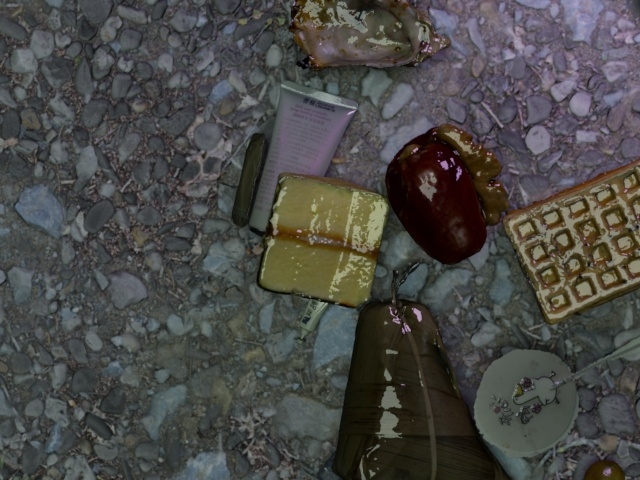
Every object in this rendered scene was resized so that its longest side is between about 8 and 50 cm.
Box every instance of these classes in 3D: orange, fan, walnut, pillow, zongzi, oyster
[{"bbox_3d":[0.613,0.519,1.803,0.085,0.085,0.095,36,92,7],"label":"orange"},{"bbox_3d":[0.515,0.304,1.786,0.414,0.012,0.233,-28,97,-5],"label":"fan"},{"bbox_3d":[0.276,-0.104,1.774,0.244,0.222,0.269,-31,102,19],"label":"walnut"},{"bbox_3d":[-0.163,-0.139,1.905,0.033,0.130,0.217,13,95,-21],"label":"pillow"},{"bbox_3d":[0.280,0.326,1.856,0.467,0.218,0.500,13,79,-21],"label":"zongzi"},{"bbox_3d":[0.106,-0.477,1.844,0.361,0.096,0.221,1,88,11],"label":"oyster"}]

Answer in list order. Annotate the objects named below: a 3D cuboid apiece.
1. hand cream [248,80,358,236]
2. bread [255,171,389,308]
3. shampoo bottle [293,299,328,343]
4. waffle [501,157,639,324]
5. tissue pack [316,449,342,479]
[{"bbox_3d":[-0.057,-0.170,1.893,0.185,0.118,0.359,19,89,12],"label":"hand cream"},{"bbox_3d":[0.000,0.000,1.781,0.198,0.236,0.263,20,101,49],"label":"bread"},{"bbox_3d":[-0.019,0.177,1.932,0.049,0.034,0.141,25,99,3],"label":"shampoo bottle"},{"bbox_3d":[0.598,-0.011,1.765,0.376,0.114,0.261,-25,85,11],"label":"waffle"},{"bbox_3d":[0.084,0.545,1.924,0.156,0.051,0.112,38,102,7],"label":"tissue pack"}]
